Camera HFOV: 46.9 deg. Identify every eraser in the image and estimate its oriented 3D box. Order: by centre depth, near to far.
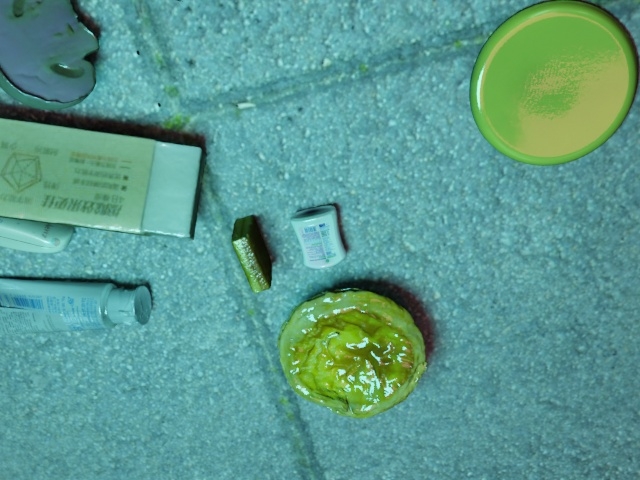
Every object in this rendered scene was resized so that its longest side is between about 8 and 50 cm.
[{"bbox_3d":[-0.347,-0.089,1.074,0.344,0.078,0.144,8,85,-2],"label":"eraser"}]

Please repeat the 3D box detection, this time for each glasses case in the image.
[{"bbox_3d":[-0.487,-0.026,1.138,0.204,0.081,0.051,14,117,-5],"label":"glasses case"}]

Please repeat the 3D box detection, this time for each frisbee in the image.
[{"bbox_3d":[0.328,-0.216,1.039,0.236,0.017,0.235,1,115,3],"label":"frisbee"}]

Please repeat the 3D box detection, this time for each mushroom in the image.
[{"bbox_3d":[-0.399,-0.262,1.008,0.117,0.141,0.188,-10,117,45],"label":"mushroom"}]

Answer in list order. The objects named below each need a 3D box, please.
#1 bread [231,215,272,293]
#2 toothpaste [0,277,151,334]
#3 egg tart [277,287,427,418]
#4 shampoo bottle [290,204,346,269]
[{"bbox_3d":[-0.104,0.021,1.133,0.035,0.090,0.094,-18,113,6],"label":"bread"},{"bbox_3d":[-0.429,0.108,1.209,0.299,0.073,0.114,-1,116,12],"label":"toothpaste"},{"bbox_3d":[0.049,0.174,1.188,0.241,0.106,0.241,1,112,3],"label":"egg tart"},{"bbox_3d":[0.000,0.000,1.143,0.072,0.043,0.099,-12,114,9],"label":"shampoo bottle"}]
